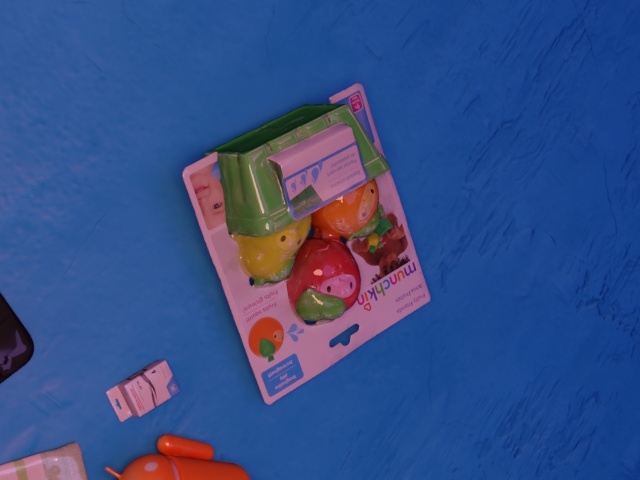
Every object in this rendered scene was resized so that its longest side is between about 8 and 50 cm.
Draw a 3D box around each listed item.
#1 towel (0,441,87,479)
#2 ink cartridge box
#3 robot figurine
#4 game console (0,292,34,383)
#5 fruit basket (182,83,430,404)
[{"bbox_3d":[-0.412,0.405,1.336,0.324,0.038,0.248,-13,92,-32],"label":"towel"},{"bbox_3d":[-0.231,0.197,1.472,0.083,0.028,0.048,-31,102,-30],"label":"ink cartridge box"},{"bbox_3d":[-0.171,0.342,1.440,0.219,0.128,0.158,14,91,-31],"label":"robot figurine"},{"bbox_3d":[-0.471,0.111,1.242,0.293,0.173,0.250,-39,106,-28],"label":"game console"},{"bbox_3d":[0.000,0.000,1.559,0.327,0.165,0.353,-29,105,-31],"label":"fruit basket"}]
